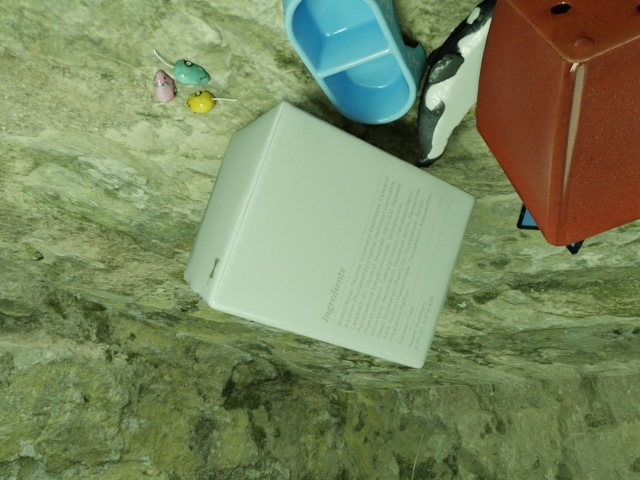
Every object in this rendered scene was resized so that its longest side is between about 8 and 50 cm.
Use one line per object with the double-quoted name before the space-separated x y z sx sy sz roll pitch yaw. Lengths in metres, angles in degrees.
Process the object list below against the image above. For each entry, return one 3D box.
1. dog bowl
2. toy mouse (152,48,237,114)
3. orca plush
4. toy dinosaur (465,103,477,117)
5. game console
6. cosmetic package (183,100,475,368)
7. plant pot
"dog bowl" 0.053 -0.290 0.727 0.166 0.074 0.297 -9 147 28
"toy mouse" -0.256 -0.278 0.865 0.161 0.031 0.143 -5 149 22
"orca plush" 0.209 -0.252 0.751 0.151 0.102 0.287 -16 147 -11
"toy dinosaur" 0.281 -0.237 0.790 0.183 0.053 0.092 -13 144 32
"game console" 0.520 -0.033 1.078 0.085 0.124 0.144 -23 148 0
"cosmetic package" 0.000 0.000 0.900 0.393 0.327 0.329 21 175 -23
"plant pot" 0.344 -0.198 0.573 0.267 0.267 0.236 -22 140 11
